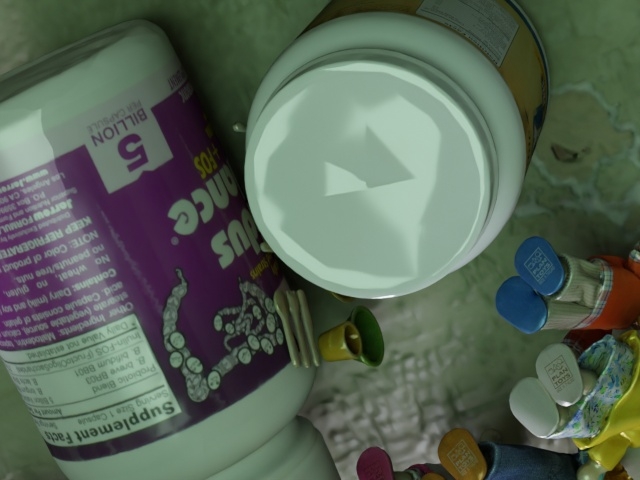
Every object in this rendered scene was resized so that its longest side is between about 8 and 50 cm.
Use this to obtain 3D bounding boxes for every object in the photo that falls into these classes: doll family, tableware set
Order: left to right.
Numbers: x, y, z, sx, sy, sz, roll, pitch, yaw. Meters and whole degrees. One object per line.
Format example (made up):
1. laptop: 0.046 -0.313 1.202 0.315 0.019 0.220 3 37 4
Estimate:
1. tableware set: 0.000 0.000 1.089 0.024 0.104 0.154 -19 80 27
2. doll family: 0.138 0.118 1.070 0.263 0.163 0.118 -53 55 24

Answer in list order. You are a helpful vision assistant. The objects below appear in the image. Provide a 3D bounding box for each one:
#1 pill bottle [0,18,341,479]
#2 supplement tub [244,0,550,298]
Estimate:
1. pill bottle: -0.103 0.040 1.084 0.169 0.169 0.301 -20 105 19
2. supplement tub: 0.042 -0.061 0.997 0.144 0.200 0.144 4 111 11
